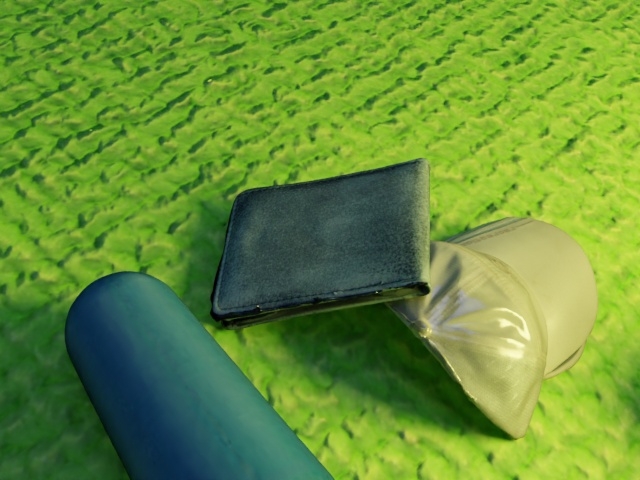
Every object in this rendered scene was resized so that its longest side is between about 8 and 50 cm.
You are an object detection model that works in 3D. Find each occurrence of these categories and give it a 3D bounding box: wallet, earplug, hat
[{"bbox_3d":[0.001,0.002,0.770,0.222,0.036,0.167,-11,46,18],"label":"wallet"},{"bbox_3d":[-0.119,0.133,0.644,0.132,0.132,0.273,-24,56,-29],"label":"earplug"},{"bbox_3d":[0.180,0.048,0.770,0.226,0.164,0.219,-39,66,-11],"label":"hat"}]
